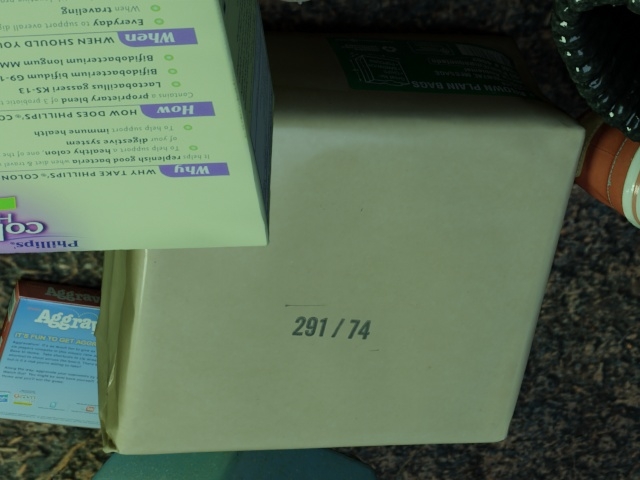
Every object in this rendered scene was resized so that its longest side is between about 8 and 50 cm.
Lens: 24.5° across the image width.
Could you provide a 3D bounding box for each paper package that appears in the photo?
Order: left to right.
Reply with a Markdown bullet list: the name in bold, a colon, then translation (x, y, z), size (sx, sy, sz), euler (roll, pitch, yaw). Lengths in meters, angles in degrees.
- **paper package**: translation (0.000, 0.000, 1.130), size (0.324, 0.168, 0.310), euler (1, 123, -15)

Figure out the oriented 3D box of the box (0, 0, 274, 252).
- **box**: translation (-0.144, -0.105, 0.819), size (0.213, 0.117, 0.243), euler (-2, 147, 5)

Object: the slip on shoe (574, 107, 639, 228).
- **slip on shoe**: translation (0.297, -0.057, 1.186), size (0.331, 0.101, 0.123), euler (4, 109, -55)

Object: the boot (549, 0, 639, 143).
- **boot**: translation (0.305, -0.160, 1.030), size (0.348, 0.260, 0.131), euler (35, 151, -29)

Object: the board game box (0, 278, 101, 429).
- **board game box**: translation (-0.144, 0.112, 1.295), size (0.281, 0.027, 0.145), euler (9, 128, -22)

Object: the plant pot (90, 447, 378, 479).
- **plant pot**: translation (-0.078, 0.283, 1.257), size (0.247, 0.252, 0.247), euler (29, 161, -33)
